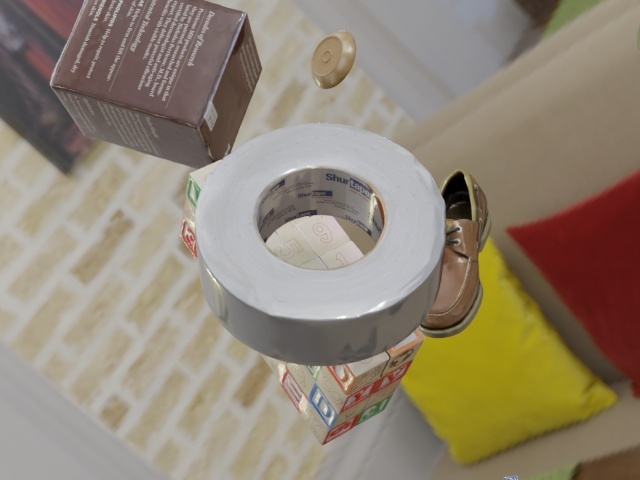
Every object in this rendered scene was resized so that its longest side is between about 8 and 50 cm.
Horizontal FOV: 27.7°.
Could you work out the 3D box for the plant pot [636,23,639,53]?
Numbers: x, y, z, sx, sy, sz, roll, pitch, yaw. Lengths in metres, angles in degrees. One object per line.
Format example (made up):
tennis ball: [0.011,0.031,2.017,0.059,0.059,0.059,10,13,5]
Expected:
plant pot: [0.454,-0.149,1.230,0.274,0.294,0.274,-50,16,20]

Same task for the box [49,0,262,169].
box: [-0.203,-0.209,1.644,0.168,0.203,0.167,77,-149,-72]

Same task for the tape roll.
tape roll: [0.000,0.000,1.141,0.219,0.219,0.072,-55,-21,-31]

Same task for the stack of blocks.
stack of blocks: [-0.030,0.045,1.365,0.087,0.297,0.171,-26,-23,-26]

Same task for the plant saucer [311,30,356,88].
plant saucer: [0.013,-0.244,1.735,0.083,0.015,0.083,-20,60,41]

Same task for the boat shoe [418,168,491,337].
boat shoe: [0.185,0.013,1.930,0.111,0.104,0.307,-6,37,16]

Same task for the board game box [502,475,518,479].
board game box: [0.222,0.322,1.462,0.020,0.090,0.090,-9,6,7]
